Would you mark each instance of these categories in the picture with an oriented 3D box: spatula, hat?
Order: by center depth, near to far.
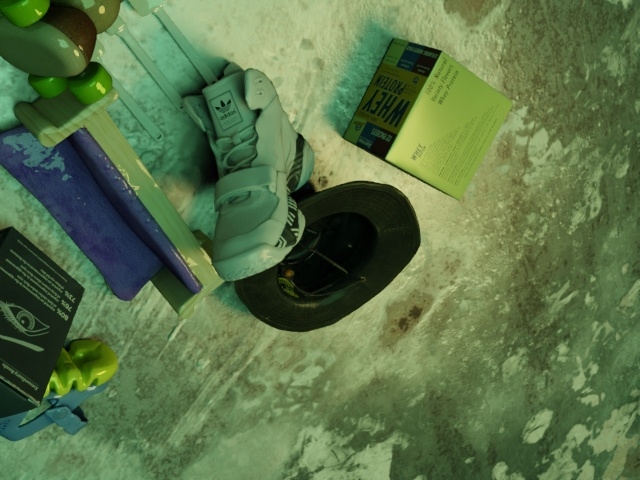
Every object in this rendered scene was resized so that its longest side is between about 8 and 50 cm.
[{"bbox_3d":[-0.255,-0.270,1.113,0.168,0.019,0.242,-45,127,-9],"label":"spatula"},{"bbox_3d":[0.000,0.000,1.319,0.331,0.134,0.331,-12,133,-13],"label":"hat"}]

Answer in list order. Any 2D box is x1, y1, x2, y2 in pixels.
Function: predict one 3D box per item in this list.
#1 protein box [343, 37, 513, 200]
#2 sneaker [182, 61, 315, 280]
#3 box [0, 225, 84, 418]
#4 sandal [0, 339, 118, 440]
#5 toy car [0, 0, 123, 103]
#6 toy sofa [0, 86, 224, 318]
[{"bbox_3d":[0.188,-0.211,1.348,0.201,0.136,0.199,23,98,-38],"label":"protein box"},{"bbox_3d":[-0.117,-0.111,1.104,0.137,0.365,0.210,-19,120,21],"label":"sneaker"},{"bbox_3d":[-0.435,0.112,1.042,0.108,0.207,0.153,-18,131,25],"label":"box"},{"bbox_3d":[-0.463,0.247,1.151,0.318,0.126,0.138,-3,116,-30],"label":"sandal"},{"bbox_3d":[-0.307,-0.291,0.946,0.188,0.149,0.155,-62,145,-23],"label":"toy car"},{"bbox_3d":[-0.291,-0.046,1.103,0.177,0.150,0.362,-40,128,-13],"label":"toy sofa"}]
